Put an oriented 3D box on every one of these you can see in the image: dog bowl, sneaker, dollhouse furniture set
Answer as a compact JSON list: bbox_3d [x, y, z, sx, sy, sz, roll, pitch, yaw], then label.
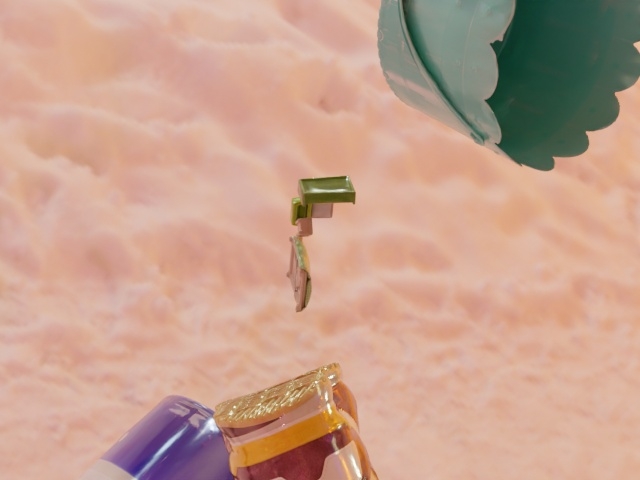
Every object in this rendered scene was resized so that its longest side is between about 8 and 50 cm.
[{"bbox_3d":[-0.062,0.245,0.984,0.265,0.265,0.104,41,69,9],"label":"dog bowl"},{"bbox_3d":[-0.008,0.107,0.597,0.185,0.070,0.083,35,35,-85],"label":"sneaker"},{"bbox_3d":[0.000,0.000,1.428,0.059,0.151,0.076,-2,33,-11],"label":"dollhouse furniture set"}]

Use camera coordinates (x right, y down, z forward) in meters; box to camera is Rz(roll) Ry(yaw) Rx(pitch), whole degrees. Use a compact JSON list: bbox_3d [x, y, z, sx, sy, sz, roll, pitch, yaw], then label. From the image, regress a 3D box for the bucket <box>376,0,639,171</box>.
[{"bbox_3d":[0.206,-0.229,1.380,0.183,0.281,0.281,26,17,39],"label":"bucket"}]
